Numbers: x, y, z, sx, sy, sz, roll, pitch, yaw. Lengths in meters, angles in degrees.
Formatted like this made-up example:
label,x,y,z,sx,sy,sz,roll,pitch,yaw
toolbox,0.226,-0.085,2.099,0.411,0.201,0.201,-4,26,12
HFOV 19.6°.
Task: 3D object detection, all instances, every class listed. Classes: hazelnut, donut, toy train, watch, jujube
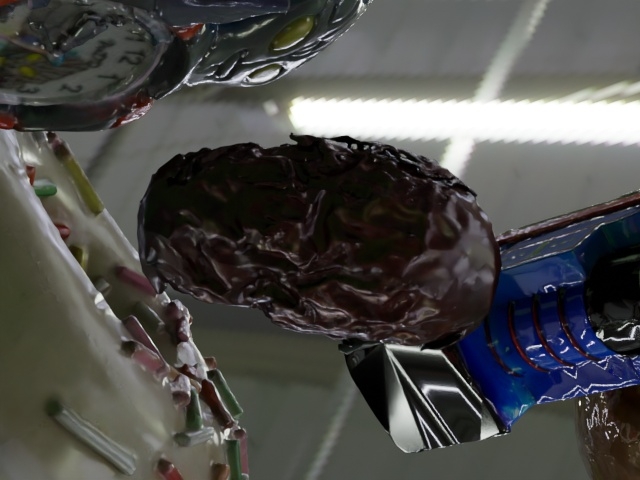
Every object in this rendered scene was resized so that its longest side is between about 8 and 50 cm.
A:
label,x,y,z,sx,sy,sz,roll,pitch,yaw
hazelnut,0.278,0.115,1.332,0.176,0.214,0.214,28,-119,14
donut,-0.181,0.053,1.177,0.142,0.382,0.382,-35,-140,4
toy train,0.121,0.036,0.936,0.204,0.083,0.131,-19,-168,47
watch,-0.118,-0.217,1.043,0.305,0.241,0.274,-3,-113,-28
jujube,0.001,-0.004,0.840,0.166,0.104,0.104,13,-138,-12
